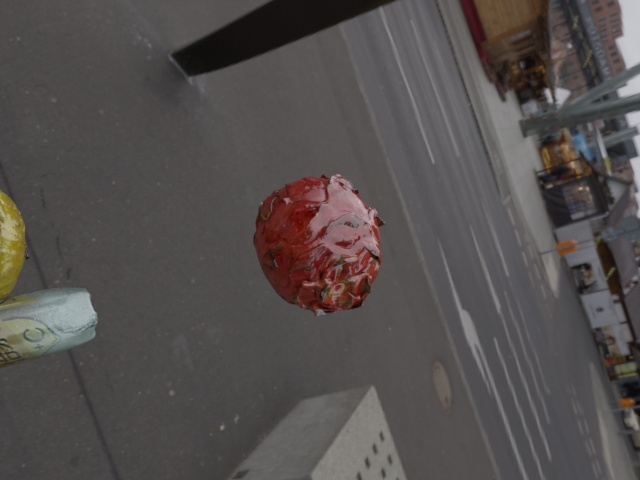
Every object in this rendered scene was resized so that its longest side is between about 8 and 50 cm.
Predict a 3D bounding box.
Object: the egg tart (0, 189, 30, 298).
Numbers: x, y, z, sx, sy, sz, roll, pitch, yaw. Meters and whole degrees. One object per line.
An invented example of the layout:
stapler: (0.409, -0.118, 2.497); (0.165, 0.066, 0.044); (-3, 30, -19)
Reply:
egg tart: (-0.680, 0.010, 1.054); (0.169, 0.387, 0.389); (9, 65, -60)

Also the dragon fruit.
dragon fruit: (-0.002, 0.009, 1.008); (0.252, 0.241, 0.241); (42, 21, 13)

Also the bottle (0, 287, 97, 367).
bottle: (-0.404, 0.115, 0.661); (0.269, 0.083, 0.083); (-11, 82, -40)
